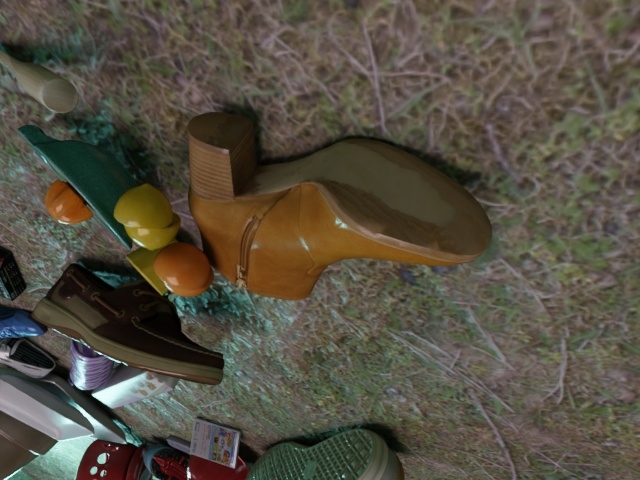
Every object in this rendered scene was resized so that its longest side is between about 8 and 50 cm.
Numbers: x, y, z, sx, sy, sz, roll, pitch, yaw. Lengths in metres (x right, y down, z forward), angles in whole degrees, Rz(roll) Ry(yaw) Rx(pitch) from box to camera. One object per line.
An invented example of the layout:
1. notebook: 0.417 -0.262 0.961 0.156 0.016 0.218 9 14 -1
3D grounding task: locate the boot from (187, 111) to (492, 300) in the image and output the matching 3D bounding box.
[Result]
1. boot: -0.001 0.000 0.457 0.295 0.104 0.211 21 143 14

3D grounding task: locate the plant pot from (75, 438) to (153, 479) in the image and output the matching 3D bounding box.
1. plant pot: -0.607 0.699 1.342 0.174 0.191 0.191 0 134 1

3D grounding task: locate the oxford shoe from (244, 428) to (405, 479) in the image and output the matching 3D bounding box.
1. oxford shoe: -0.014 0.485 0.881 0.130 0.169 0.449 41 130 -18

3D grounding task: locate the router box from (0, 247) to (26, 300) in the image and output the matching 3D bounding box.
1. router box: -0.615 0.051 0.832 0.092 0.038 0.122 24 137 3

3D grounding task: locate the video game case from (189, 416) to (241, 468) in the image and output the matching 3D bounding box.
1. video game case: -0.246 0.471 1.043 0.122 0.011 0.087 9 91 18

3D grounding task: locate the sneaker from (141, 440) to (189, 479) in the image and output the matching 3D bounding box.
1. sneaker: -0.434 0.681 1.336 0.125 0.104 0.262 7 132 44

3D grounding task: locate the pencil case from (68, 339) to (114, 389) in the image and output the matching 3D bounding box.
1. pencil case: -0.464 0.233 0.910 0.088 0.086 0.206 57 138 17

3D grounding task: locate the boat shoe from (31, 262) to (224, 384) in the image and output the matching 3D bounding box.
1. boat shoe: -0.278 0.112 0.668 0.341 0.123 0.123 14 161 26

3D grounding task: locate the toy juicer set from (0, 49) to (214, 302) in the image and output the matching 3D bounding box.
1. toy juicer set: -0.238 -0.049 0.464 0.209 0.089 0.329 16 144 54

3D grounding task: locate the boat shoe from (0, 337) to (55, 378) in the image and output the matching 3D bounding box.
1. boat shoe: -0.743 0.253 1.072 0.075 0.083 0.226 -28 128 30

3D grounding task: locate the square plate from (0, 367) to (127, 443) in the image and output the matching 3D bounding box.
1. square plate: -0.764 0.466 1.287 0.347 0.049 0.344 -1 132 23

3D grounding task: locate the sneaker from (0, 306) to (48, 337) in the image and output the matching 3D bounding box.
1. sneaker: -0.697 0.193 0.979 0.209 0.082 0.069 7 132 17

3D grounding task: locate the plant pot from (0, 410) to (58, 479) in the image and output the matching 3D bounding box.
1. plant pot: -1.026 0.623 1.355 0.323 0.280 0.323 28 149 19

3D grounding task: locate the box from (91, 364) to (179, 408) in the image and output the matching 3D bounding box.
1. box: -0.386 0.292 0.938 0.063 0.067 0.324 44 133 -18

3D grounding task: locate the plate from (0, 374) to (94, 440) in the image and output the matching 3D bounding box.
1. plate: -0.760 0.446 1.197 0.278 0.045 0.277 -26 118 39

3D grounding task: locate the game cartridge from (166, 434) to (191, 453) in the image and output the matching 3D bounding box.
1. game cartridge: -0.385 0.569 1.242 0.083 0.017 0.056 17 140 9

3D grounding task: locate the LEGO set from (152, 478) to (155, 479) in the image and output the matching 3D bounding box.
1. LEGO set: -0.529 0.805 1.488 0.093 0.087 0.227 -23 118 39

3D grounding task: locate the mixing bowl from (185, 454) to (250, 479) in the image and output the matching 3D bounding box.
1. mixing bowl: -0.262 0.576 1.095 0.181 0.098 0.182 21 129 28
